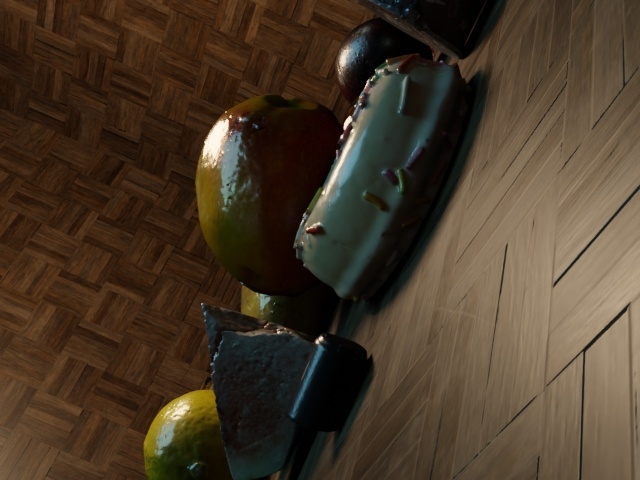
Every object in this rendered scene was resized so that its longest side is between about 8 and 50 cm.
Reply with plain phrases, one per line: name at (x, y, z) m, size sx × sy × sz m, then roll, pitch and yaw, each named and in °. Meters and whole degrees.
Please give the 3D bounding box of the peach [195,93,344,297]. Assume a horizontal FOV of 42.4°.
peach at (-0.076, -0.075, 1.498) m, size 0.372 × 0.289 × 0.373 m, roll 177°, pitch 90°, yaw -66°

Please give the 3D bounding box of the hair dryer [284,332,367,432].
hair dryer at (0.020, 0.172, 1.115) m, size 0.248 × 0.070 × 0.114 m, roll -23°, pitch -43°, yaw -82°

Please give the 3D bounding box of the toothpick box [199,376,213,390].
toothpick box at (-0.155, 0.301, 1.981) m, size 0.308 × 0.187 × 0.190 m, roll -61°, pitch 3°, yaw 16°

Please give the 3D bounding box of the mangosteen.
mangosteen at (0.136, -0.353, 1.744) m, size 0.216 × 0.216 × 0.216 m, roll -156°, pitch 90°, yaw -87°

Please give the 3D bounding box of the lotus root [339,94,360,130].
lotus root at (0.096, -0.188, 1.628) m, size 0.169 × 0.141 × 0.314 m, roll -63°, pitch -1°, yaw -43°

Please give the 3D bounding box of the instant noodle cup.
instant noodle cup at (0.195, -0.441, 1.367) m, size 0.207 × 0.217 × 0.217 m, roll -59°, pitch 4°, yaw 10°

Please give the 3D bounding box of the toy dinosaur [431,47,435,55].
toy dinosaur at (0.287, -0.558, 1.897) m, size 0.117 × 0.070 × 0.288 m, roll 123°, pitch 166°, yaw -69°

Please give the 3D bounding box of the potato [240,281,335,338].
potato at (-0.078, 0.137, 1.715) m, size 0.229 × 0.229 × 0.266 m, roll 120°, pitch 168°, yaw -65°

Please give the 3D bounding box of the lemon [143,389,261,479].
lemon at (-0.225, 0.419, 1.637) m, size 0.320 × 0.245 × 0.245 m, roll 117°, pitch 177°, yaw -87°

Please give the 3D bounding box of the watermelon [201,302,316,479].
watermelon at (-0.095, 0.207, 1.278) m, size 0.310 × 0.193 × 0.232 m, roll -60°, pitch -18°, yaw -53°

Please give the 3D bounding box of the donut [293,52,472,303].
donut at (0.083, -0.099, 1.208) m, size 0.382 × 0.142 × 0.383 m, roll -156°, pitch 90°, yaw -86°
